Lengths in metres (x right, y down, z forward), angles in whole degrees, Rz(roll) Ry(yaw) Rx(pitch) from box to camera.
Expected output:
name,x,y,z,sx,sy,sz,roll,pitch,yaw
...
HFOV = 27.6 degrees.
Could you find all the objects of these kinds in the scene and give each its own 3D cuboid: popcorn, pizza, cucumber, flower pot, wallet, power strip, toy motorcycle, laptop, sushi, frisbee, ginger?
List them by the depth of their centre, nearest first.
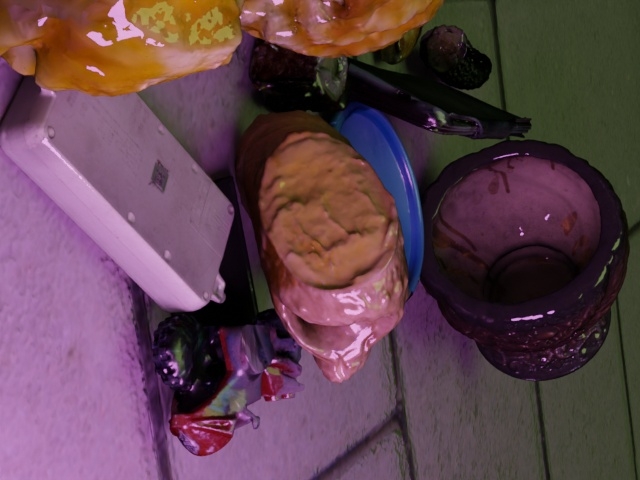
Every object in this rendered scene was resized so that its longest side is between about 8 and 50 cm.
name,x,y,z,sx,sy,sz,roll,pitch,yaw
popcorn,-0.142,-0.231,0.910,0.225,0.277,0.276,-66,142,-52
power strip,-0.157,-0.050,1.073,0.270,0.046,0.118,51,41,-41
toy motorcycle,-0.074,0.123,1.163,0.213,0.082,0.122,-1,88,-59
popcorn,0.005,-0.293,1.186,0.247,0.282,0.282,-145,-137,-73
laptop,-0.100,0.048,1.218,0.135,0.016,0.197,-34,117,-57
ginger,0.000,0.000,1.223,0.221,0.130,0.275,103,-25,-69
sushi,-0.020,-0.169,1.325,0.094,0.084,0.098,45,52,-56
frisbee,0.053,-0.040,1.488,0.242,0.045,0.242,38,47,-54
wallet,0.134,-0.161,1.544,0.318,0.172,0.045,-4,118,-63
pizza,0.086,-0.309,1.594,0.176,0.036,0.184,54,39,-48
flower pot,0.267,0.046,1.685,0.267,0.267,0.266,63,34,-56
cucumber,0.188,-0.233,1.738,0.245,0.067,0.067,11,77,-71
